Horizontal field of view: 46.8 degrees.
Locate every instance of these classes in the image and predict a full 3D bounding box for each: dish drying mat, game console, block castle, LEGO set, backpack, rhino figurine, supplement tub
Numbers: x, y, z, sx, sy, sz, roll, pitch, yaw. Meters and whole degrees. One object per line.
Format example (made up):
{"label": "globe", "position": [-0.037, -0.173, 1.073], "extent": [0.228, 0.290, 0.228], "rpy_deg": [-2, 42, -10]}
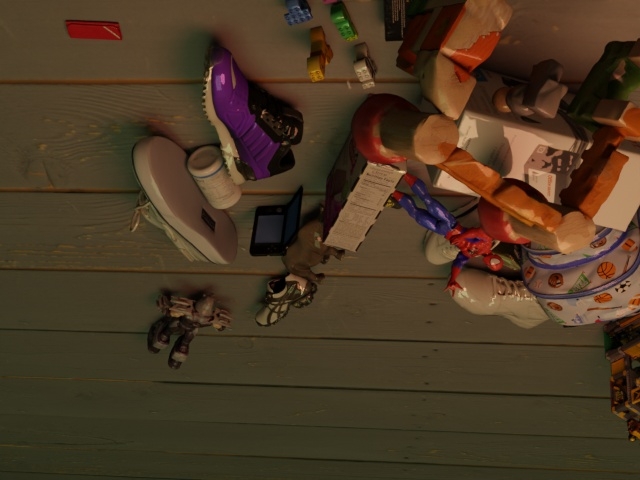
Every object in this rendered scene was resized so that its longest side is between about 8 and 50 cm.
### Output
{"label": "dish drying mat", "position": [-0.354, -0.328, 1.155], "extent": [0.083, 0.008, 0.032], "rpy_deg": [3, 144, 2]}
{"label": "game console", "position": [-0.085, -0.038, 1.418], "extent": [0.107, 0.122, 0.071], "rpy_deg": [-2, 142, 9]}
{"label": "block castle", "position": [0.261, -0.239, 0.886], "extent": [0.303, 0.213, 0.453], "rpy_deg": [28, 94, -21]}
{"label": "LEGO set", "position": [0.008, -0.295, 1.089], "extent": [0.087, 0.093, 0.227], "rpy_deg": [-12, 140, 21]}
{"label": "backpack", "position": [0.472, 0.013, 1.310], "extent": [0.276, 0.263, 0.213], "rpy_deg": [-24, 134, 34]}
{"label": "rhino figurine", "position": [0.000, 0.000, 1.502], "extent": [0.106, 0.073, 0.243], "rpy_deg": [15, 141, -18]}
{"label": "LEGO set", "position": [0.776, 0.289, 1.634], "extent": [0.255, 0.331, 0.192], "rpy_deg": [38, 133, -9]}
{"label": "supplement tub", "position": [-0.195, -0.117, 1.367], "extent": [0.071, 0.071, 0.107], "rpy_deg": [-7, 143, 15]}

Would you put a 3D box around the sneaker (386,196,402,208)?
{"label": "sneaker", "position": [0.121, -0.074, 1.420], "extent": [0.083, 0.035, 0.031], "rpy_deg": [22, 140, -22]}

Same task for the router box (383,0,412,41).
{"label": "router box", "position": [0.152, -0.362, 1.024], "extent": [0.133, 0.046, 0.179], "rpy_deg": [-1, 143, 6]}

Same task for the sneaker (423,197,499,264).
{"label": "sneaker", "position": [0.284, -0.004, 1.449], "extent": [0.090, 0.094, 0.235], "rpy_deg": [21, 142, -23]}

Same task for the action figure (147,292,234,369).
{"label": "action figure", "position": [-0.325, 0.198, 1.787], "extent": [0.185, 0.099, 0.285], "rpy_deg": [29, 133, -19]}

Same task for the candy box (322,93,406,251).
{"label": "candy box", "position": [0.072, -0.111, 1.274], "extent": [0.071, 0.159, 0.233], "rpy_deg": [14, 141, -13]}

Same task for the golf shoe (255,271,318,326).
{"label": "golf shoe", "position": [-0.098, 0.128, 1.695], "extent": [0.094, 0.077, 0.198], "rpy_deg": [41, 127, -19]}

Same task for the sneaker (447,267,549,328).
{"label": "sneaker", "position": [0.420, 0.099, 1.560], "extent": [0.293, 0.108, 0.169], "rpy_deg": [18, 147, -33]}

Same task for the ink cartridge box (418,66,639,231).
{"label": "ink cartridge box", "position": [0.317, -0.150, 1.124], "extent": [0.307, 0.223, 0.129], "rpy_deg": [12, 121, -10]}

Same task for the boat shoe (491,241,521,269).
{"label": "boat shoe", "position": [0.382, 0.026, 1.516], "extent": [0.153, 0.056, 0.048], "rpy_deg": [18, 165, -20]}

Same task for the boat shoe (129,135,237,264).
{"label": "boat shoe", "position": [-0.297, -0.065, 1.415], "extent": [0.156, 0.135, 0.367], "rpy_deg": [-4, 152, 17]}

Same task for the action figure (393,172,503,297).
{"label": "action figure", "position": [0.207, -0.013, 1.329], "extent": [0.280, 0.139, 0.091], "rpy_deg": [34, 135, -4]}

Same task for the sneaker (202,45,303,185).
{"label": "sneaker", "position": [-0.103, -0.209, 1.222], "extent": [0.146, 0.102, 0.293], "rpy_deg": [-5, 147, 5]}
